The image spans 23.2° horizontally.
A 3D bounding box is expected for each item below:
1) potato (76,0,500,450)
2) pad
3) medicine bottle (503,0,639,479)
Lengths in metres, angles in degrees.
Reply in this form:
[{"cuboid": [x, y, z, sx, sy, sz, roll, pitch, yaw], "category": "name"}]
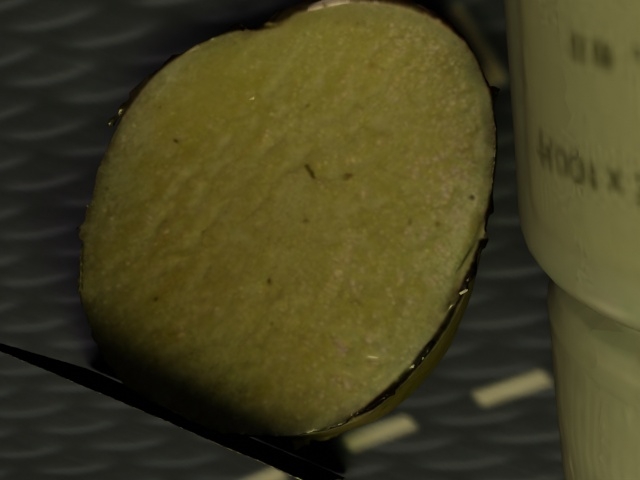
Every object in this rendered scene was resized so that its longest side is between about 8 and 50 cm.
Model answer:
[{"cuboid": [0.000, 0.000, 0.705, 0.182, 0.202, 0.117, 10, 166, 23], "category": "potato"}, {"cuboid": [-0.068, 0.085, 0.731, 0.159, 0.265, 0.009, 23, 84, 7], "category": "pad"}, {"cuboid": [0.172, -0.067, 0.556, 0.211, 0.211, 0.371, 2, 119, 19], "category": "medicine bottle"}]
